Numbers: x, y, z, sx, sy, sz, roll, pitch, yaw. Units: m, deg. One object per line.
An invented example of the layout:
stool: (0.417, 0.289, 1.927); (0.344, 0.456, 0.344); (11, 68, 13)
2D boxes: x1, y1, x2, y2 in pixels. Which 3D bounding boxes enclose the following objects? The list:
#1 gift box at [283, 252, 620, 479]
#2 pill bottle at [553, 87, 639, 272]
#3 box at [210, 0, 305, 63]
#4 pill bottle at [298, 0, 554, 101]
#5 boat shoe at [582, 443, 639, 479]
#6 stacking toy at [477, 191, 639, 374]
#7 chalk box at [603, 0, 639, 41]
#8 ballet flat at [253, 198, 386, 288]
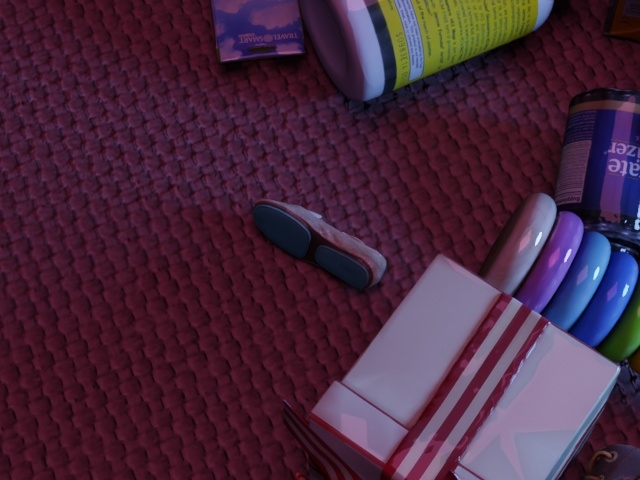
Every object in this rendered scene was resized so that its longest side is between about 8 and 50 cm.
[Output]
gift box: (0.121, 0.191, 1.568); (0.255, 0.276, 0.258); (31, 68, 19)
pill bottle: (0.324, -0.050, 1.760); (0.123, 0.123, 0.219); (10, 77, 4)
box: (-0.081, -0.290, 1.928); (0.109, 0.042, 0.178); (-7, 64, -4)
pill bottle: (0.155, -0.307, 1.860); (0.334, 0.188, 0.188); (-23, 66, -12)
boat shoe: (0.320, 0.269, 1.618); (0.342, 0.123, 0.123); (-27, 58, -17)
stacking toy: (0.328, 0.087, 1.630); (0.330, 0.141, 0.141); (30, 66, 0)
chalk box: (0.469, -0.395, 1.913); (0.179, 0.180, 0.288); (13, 65, 6)
ballet flat: (0.000, 0.000, 1.787); (0.168, 0.057, 0.052); (34, 40, 11)
